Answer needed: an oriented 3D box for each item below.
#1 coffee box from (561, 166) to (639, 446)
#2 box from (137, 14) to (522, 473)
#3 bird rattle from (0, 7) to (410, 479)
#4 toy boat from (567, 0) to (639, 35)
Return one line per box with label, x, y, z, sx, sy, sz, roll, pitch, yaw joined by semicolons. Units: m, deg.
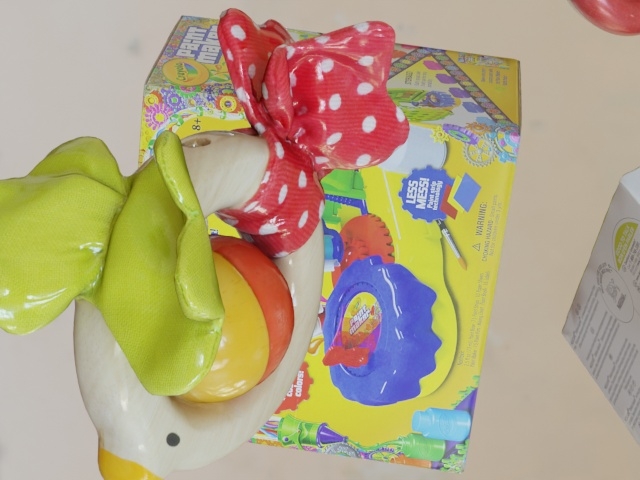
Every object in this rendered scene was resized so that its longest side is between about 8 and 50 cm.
coffee box;0.507;0.075;1.942;0.334;0.337;0.338;57;-20;25
box;0.000;0.000;1.438;0.177;0.279;0.290;-77;174;-65
bird rattle;-0.057;0.004;0.872;0.253;0.143;0.207;-40;137;-54
toy boat;0.330;-0.284;1.677;0.151;0.231;0.151;-161;-134;-85
